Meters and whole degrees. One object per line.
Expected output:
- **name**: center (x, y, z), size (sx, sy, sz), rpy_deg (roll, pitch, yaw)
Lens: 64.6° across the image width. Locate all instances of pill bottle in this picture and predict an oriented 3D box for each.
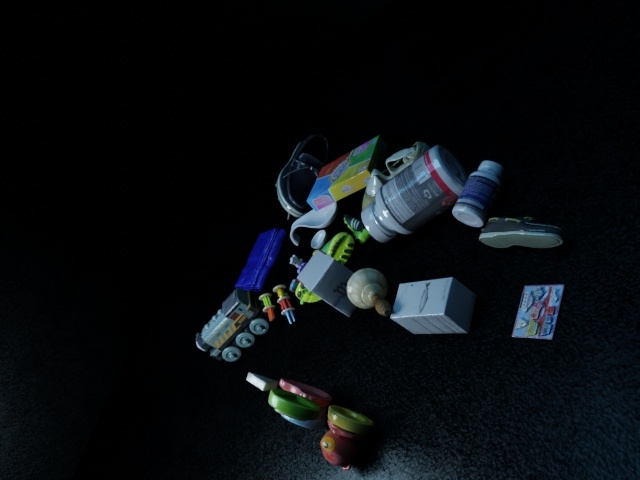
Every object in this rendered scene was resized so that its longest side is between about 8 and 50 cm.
- **pill bottle**: center (0.438, -0.130, 1.387), size (0.094, 0.094, 0.169), rpy_deg (9, 67, 60)
- **pill bottle**: center (0.281, -0.129, 1.545), size (0.318, 0.176, 0.176), rpy_deg (-37, 32, 31)

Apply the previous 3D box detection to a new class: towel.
- **towel**: center (-0.279, 0.087, 2.304), size (0.228, 0.076, 0.308), rpy_deg (-10, 51, 53)

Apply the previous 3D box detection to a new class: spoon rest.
- **spoon rest**: center (-0.033, -0.076, 2.088), size (0.276, 0.084, 0.137), rpy_deg (-36, 33, 34)

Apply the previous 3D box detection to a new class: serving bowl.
- **serving bowl**: center (0.000, 0.000, 2.010), size (0.083, 0.027, 0.083), rpy_deg (-38, 33, 29)

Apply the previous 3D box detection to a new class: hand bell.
- **hand bell**: center (0.154, 0.163, 1.407), size (0.126, 0.126, 0.242), rpy_deg (-53, 11, 3)

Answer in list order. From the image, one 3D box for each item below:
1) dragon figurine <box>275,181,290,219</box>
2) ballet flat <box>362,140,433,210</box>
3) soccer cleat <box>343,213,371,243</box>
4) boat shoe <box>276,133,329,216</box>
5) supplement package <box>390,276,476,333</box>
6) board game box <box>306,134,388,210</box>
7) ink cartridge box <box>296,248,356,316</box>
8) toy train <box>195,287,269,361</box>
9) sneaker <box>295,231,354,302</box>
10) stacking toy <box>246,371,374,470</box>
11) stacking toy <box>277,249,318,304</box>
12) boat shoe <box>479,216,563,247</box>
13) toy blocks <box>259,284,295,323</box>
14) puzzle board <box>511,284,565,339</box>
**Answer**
- **dragon figurine**: center (-0.129, -0.211, 2.387), size (0.085, 0.144, 0.289), rpy_deg (-39, 50, 24)
- **ballet flat**: center (0.248, -0.228, 1.779), size (0.348, 0.123, 0.123), rpy_deg (-35, 33, 34)
- **soccer cleat**: center (0.138, -0.053, 1.827), size (0.072, 0.060, 0.179), rpy_deg (-41, 36, 7)
- **boat shoe**: center (-0.068, -0.312, 2.304), size (0.156, 0.187, 0.500), rpy_deg (-37, 27, 42)
- **supplement package**: center (0.285, 0.169, 1.285), size (0.179, 0.105, 0.105), rpy_deg (-16, 46, 50)
- **board game box**: center (0.108, -0.267, 2.032), size (0.317, 0.064, 0.242), rpy_deg (-24, 30, 37)
- **ink cartridge box**: center (0.043, 0.137, 1.630), size (0.127, 0.176, 0.128), rpy_deg (-54, 28, -3)
- **toy train**: center (-0.343, 0.336, 2.001), size (0.334, 0.190, 0.142), rpy_deg (-45, 28, 17)
- **sneaker**: center (0.023, 0.099, 1.810), size (0.295, 0.109, 0.123), rpy_deg (-53, 4, 7)
- **stacking toy**: center (-0.052, 0.467, 1.320), size (0.309, 0.280, 0.130), rpy_deg (8, 77, 59)
- **stacking toy**: center (-0.082, 0.143, 1.954), size (0.167, 0.052, 0.221), rpy_deg (-12, 50, 53)
- **boat shoe**: center (0.481, -0.026, 1.217), size (0.228, 0.081, 0.068), rpy_deg (0, 63, 61)
- **toy blocks**: center (-0.158, 0.257, 1.896), size (0.123, 0.054, 0.148), rpy_deg (-33, 62, 19)
- **puzzle board**: center (0.473, 0.154, 1.105), size (0.096, 0.011, 0.128), rpy_deg (-9, 51, 54)
